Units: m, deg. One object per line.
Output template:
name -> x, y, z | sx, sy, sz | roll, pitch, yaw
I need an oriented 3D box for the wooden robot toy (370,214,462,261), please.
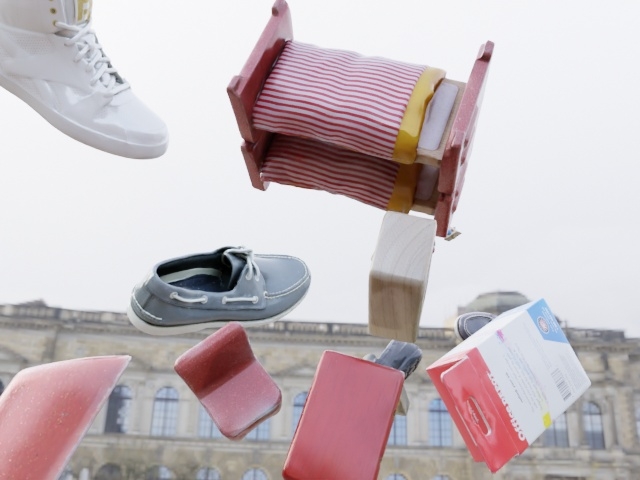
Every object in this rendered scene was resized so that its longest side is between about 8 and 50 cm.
wooden robot toy -> 0.165, -0.008, 1.302 | 0.173, 0.079, 0.076 | -25, -21, -3

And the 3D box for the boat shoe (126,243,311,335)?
boat shoe -> -0.131, 0.062, 1.080 | 0.319, 0.116, 0.099 | -9, -41, -39

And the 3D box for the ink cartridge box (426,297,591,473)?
ink cartridge box -> 0.227, 0.182, 0.899 | 0.231, 0.134, 0.078 | -24, -6, -39

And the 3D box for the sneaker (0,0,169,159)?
sneaker -> -0.305, -0.235, 0.907 | 0.292, 0.108, 0.169 | 31, -58, -1

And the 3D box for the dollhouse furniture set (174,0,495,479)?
dollhouse furniture set -> 0.000, 0.000, 0.582 | 0.201, 0.374, 0.152 | 14, -29, 12

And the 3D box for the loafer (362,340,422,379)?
loafer -> 0.102, 0.252, 1.330 | 0.223, 0.078, 0.076 | -31, -33, -41

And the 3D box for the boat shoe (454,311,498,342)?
boat shoe -> 0.336, 0.164, 1.295 | 0.206, 0.075, 0.065 | 13, -27, -27

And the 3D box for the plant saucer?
plant saucer -> -0.204, 0.184, 0.399 | 0.048, 0.258, 0.259 | 32, -25, -9
